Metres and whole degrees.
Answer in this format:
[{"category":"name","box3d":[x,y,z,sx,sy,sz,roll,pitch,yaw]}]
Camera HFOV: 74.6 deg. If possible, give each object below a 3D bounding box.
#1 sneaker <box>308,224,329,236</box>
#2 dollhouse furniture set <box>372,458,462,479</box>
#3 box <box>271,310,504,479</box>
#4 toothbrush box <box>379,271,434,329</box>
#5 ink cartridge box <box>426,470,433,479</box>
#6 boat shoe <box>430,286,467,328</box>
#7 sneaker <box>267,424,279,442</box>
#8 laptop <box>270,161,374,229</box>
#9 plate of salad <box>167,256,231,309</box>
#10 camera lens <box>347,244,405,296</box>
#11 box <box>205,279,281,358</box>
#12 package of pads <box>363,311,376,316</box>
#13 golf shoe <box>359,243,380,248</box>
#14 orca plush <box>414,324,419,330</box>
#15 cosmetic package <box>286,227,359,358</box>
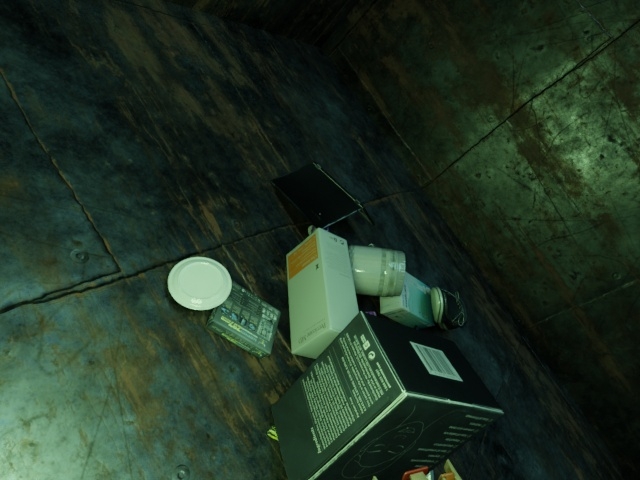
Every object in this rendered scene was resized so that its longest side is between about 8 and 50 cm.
[{"category":"sneaker","box3d":[0.000,0.000,1.933,0.095,0.105,0.236,29,41,-31]},{"category":"dollhouse furniture set","box3d":[0.262,0.773,1.270,0.263,0.258,0.135,-2,29,-19]},{"category":"box","box3d":[0.193,0.521,1.291,0.480,0.471,0.297,24,24,-35]},{"category":"toothbrush box","box3d":[0.424,0.292,2.071,0.296,0.126,0.216,31,48,-39]},{"category":"ink cartridge box","box3d":[0.370,0.886,1.451,0.235,0.056,0.170,58,30,-53]},{"category":"boat shoe","box3d":[0.660,0.350,2.150,0.500,0.156,0.186,45,41,-57]},{"category":"sneaker","box3d":[-0.124,0.601,1.298,0.083,0.031,0.035,40,34,-12]},{"category":"laptop","box3d":[0.023,-0.186,2.109,0.382,0.236,0.408,47,2,26]},{"category":"plate of salad","box3d":[-0.391,0.141,1.366,0.200,0.048,0.199,13,49,-15]},{"category":"camera lens","box3d":[0.227,0.138,1.886,0.275,0.219,0.219,6,42,3]},{"category":"box","box3d":[-0.256,0.268,1.433,0.233,0.059,0.183,36,37,-22]},{"category":"package of pads","box3d":[0.222,0.352,1.923,0.083,0.032,0.050,8,54,-45]},{"category":"golf shoe","box3d":[0.256,0.073,2.183,0.273,0.105,0.120,22,28,-43]},{"category":"orca plush","box3d":[0.377,0.447,1.954,0.102,0.151,0.287,30,29,27]},{"category":"cosmetic package","box3d":[0.001,0.203,1.638,0.162,0.230,0.452,24,42,-33]}]
